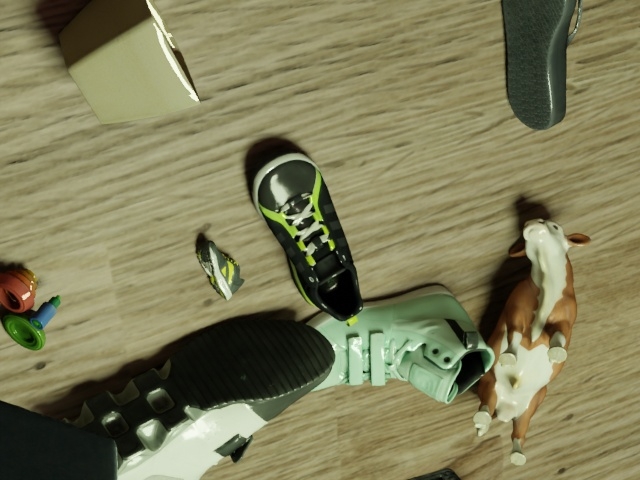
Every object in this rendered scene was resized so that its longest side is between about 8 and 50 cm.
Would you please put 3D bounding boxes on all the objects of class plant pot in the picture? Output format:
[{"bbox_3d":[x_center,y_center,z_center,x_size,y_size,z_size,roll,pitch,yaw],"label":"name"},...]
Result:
[{"bbox_3d":[-0.188,-0.174,1.321,0.096,0.109,0.109,-27,129,1],"label":"plant pot"}]

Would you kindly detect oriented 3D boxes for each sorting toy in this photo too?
[{"bbox_3d":[-0.301,0.067,1.439,0.042,0.061,0.102,-54,149,-38],"label":"sorting toy"}]

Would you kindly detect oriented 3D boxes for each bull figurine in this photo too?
[{"bbox_3d":[0.260,0.125,1.729,0.101,0.188,0.310,14,126,9],"label":"bull figurine"}]

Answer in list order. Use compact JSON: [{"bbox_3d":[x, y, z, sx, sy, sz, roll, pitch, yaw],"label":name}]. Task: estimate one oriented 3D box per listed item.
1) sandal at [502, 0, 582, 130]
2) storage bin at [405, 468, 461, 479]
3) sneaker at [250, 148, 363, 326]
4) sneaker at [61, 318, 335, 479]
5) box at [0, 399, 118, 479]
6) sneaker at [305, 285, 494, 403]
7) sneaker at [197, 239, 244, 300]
[{"bbox_3d":[0.251,-0.243,1.551,0.054,0.097,0.254,-30,140,-27],"label":"sandal"},{"bbox_3d":[0.146,0.416,1.890,0.122,0.084,0.180,-11,122,-25],"label":"storage bin"},{"bbox_3d":[0.000,0.000,1.538,0.084,0.097,0.234,-33,130,-9],"label":"sneaker"},{"bbox_3d":[-0.136,0.201,1.584,0.330,0.122,0.146,-22,141,-15],"label":"sneaker"},{"bbox_3d":[-0.501,0.310,1.176,0.472,0.297,0.480,-31,138,33],"label":"box"},{"bbox_3d":[0.080,0.142,1.639,0.256,0.151,0.094,-19,128,-18],"label":"sneaker"},{"bbox_3d":[-0.110,0.027,1.539,0.035,0.031,0.083,-39,136,-22],"label":"sneaker"}]
